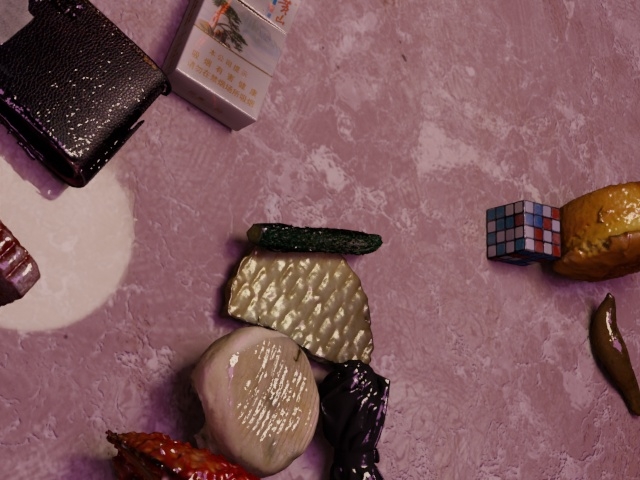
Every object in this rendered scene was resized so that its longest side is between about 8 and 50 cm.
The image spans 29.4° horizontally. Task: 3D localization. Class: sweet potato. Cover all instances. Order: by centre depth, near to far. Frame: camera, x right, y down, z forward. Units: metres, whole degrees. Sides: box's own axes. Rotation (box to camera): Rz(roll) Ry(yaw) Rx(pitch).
[{"bbox_3d":[0.542,0.219,2.236,0.069,0.059,0.249,-32,105,-50],"label":"sweet potato"}]

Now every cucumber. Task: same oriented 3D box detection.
[{"bbox_3d":[0.001,-0.001,1.829,0.257,0.043,0.044,4,79,-41],"label":"cucumber"}]

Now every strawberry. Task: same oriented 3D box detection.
[{"bbox_3d":[-0.130,0.331,1.565,0.138,0.233,0.306,-40,103,-26],"label":"strawberry"}]

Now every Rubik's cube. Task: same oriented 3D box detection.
[{"bbox_3d":[0.352,-0.012,2.114,0.092,0.092,0.092,11,73,-35],"label":"Rubik's cube"}]

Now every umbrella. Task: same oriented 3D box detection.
[{"bbox_3d":[0.049,0.346,1.798,0.118,0.118,0.340,-1,92,-38],"label":"umbrella"}]

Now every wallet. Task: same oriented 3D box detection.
[{"bbox_3d":[-0.349,-0.230,1.635,0.262,0.071,0.221,45,57,-13],"label":"wallet"}]

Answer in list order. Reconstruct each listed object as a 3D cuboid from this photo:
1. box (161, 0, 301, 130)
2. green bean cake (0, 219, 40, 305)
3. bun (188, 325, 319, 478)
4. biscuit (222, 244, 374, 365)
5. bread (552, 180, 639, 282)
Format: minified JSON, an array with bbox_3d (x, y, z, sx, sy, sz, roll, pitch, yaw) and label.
[{"bbox_3d":[-0.132,-0.300,1.817,0.149,0.067,0.233,33,61,-29],"label":"box"},{"bbox_3d":[-0.414,0.017,1.481,0.135,0.136,0.056,51,53,-16],"label":"green bean cake"},{"bbox_3d":[-0.101,0.226,1.693,0.237,0.116,0.210,38,55,-43],"label":"bun"},{"bbox_3d":[-0.021,0.081,1.838,0.274,0.036,0.187,30,63,-29],"label":"biscuit"},{"bbox_3d":[0.523,-0.011,2.160,0.268,0.268,0.145,-2,70,-38],"label":"bread"}]
